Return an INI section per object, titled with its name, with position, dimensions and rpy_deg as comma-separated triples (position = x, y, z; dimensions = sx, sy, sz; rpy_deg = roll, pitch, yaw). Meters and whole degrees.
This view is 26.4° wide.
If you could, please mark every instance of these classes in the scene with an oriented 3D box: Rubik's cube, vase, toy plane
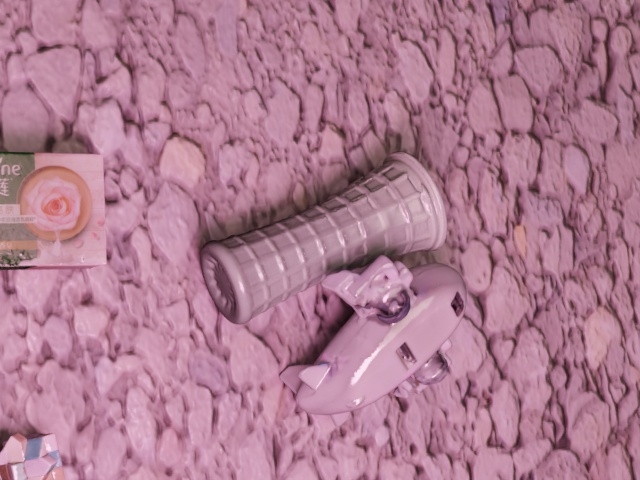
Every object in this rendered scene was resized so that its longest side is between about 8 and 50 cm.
[Rubik's cube]
position = -0.341, 0.260, 1.578
dimensions = 0.073, 0.084, 0.075
rpy_deg = -13, 75, -31
[vase]
position = 0.000, 0.000, 1.739
dimensions = 0.299, 0.143, 0.143
rpy_deg = -23, 96, -24
[toy plane]
position = 0.075, 0.125, 1.742
dimensions = 0.267, 0.122, 0.267
rpy_deg = -20, 130, -25

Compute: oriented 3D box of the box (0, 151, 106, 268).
[box]
position = -0.354, -0.033, 1.596
dimensions = 0.199, 0.081, 0.135
rpy_deg = -1, 86, -29
